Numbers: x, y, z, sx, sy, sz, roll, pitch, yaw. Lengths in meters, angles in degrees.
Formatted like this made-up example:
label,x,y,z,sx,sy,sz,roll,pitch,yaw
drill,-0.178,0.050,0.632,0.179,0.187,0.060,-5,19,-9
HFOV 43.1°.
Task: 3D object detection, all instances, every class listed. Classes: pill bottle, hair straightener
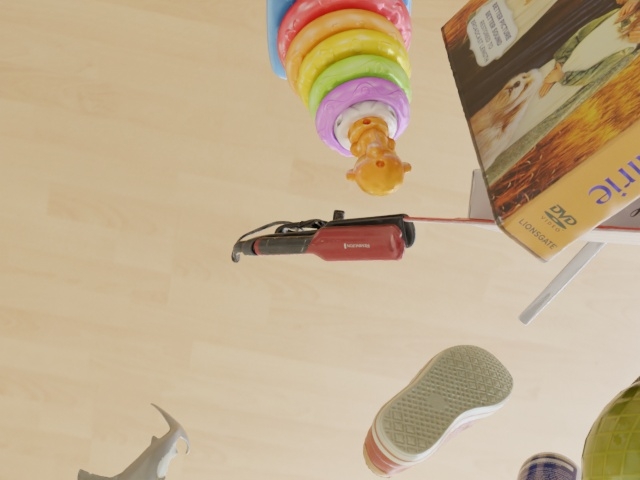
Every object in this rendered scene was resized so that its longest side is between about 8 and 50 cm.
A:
label,x,y,z,sx,sy,sz,roll,pitch,yaw
pill bottle,0.294,0.354,1.054,0.094,0.169,0.094,5,104,20
hair straightener,0.000,0.000,0.910,0.231,0.089,0.047,-9,105,29

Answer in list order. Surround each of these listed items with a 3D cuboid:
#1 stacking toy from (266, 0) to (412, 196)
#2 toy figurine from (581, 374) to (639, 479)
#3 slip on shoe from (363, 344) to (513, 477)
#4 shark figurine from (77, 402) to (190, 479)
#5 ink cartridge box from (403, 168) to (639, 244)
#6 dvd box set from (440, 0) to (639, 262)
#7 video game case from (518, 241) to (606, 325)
label,x,y,z,sx,sy,sz,roll,pitch,yaw
stacking toy,0.044,-0.160,0.898,0.175,0.301,0.165,-8,142,-6
toy figurine,0.106,0.128,0.152,0.217,0.362,0.191,-3,124,-19
slip on shoe,0.177,0.250,1.213,0.123,0.331,0.101,48,132,17
shark figurine,-0.273,0.331,1.131,0.116,0.278,0.166,26,143,2
ink cartridge box,0.269,-0.032,0.744,0.296,0.261,0.066,5,89,38
dvd box set,0.277,-0.212,0.584,0.062,0.307,0.420,33,124,-27
video game case,0.420,0.041,1.328,0.023,0.183,0.201,45,123,15
